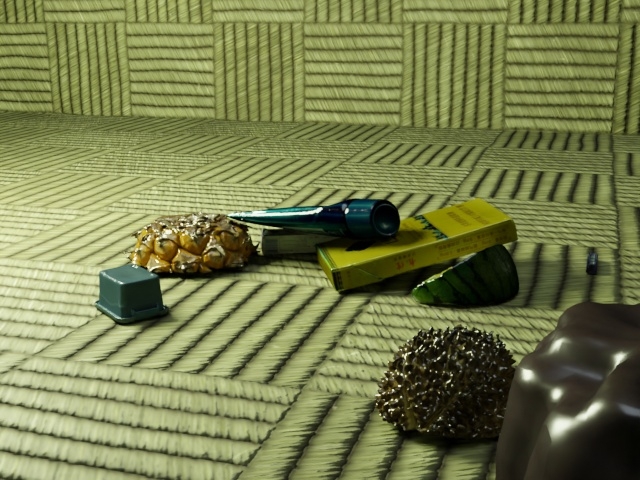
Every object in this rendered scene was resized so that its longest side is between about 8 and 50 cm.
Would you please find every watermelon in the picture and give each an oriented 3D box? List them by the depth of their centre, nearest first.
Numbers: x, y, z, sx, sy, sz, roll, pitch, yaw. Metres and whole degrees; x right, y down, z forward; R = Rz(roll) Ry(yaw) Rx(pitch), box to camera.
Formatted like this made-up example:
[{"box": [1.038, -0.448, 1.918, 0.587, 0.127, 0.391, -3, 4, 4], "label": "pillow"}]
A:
[{"box": [0.228, 0.062, 1.212, 0.181, 0.075, 0.092, -12, -26, -43], "label": "watermelon"}]

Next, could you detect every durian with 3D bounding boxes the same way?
[{"box": [0.135, 0.127, 0.870, 0.148, 0.091, 0.188, 6, 15, 20], "label": "durian"}]

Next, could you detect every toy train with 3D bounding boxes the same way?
[{"box": [0.422, 0.033, 1.340, 0.017, 0.017, 0.083, 6, 16, 17], "label": "toy train"}]

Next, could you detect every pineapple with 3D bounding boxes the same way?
[{"box": [-0.203, -0.001, 1.376, 0.224, 0.076, 0.225, -2, 15, 1], "label": "pineapple"}]

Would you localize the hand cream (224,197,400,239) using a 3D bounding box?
[{"box": [-0.012, -0.031, 1.339, 0.270, 0.061, 0.120, -1, -3, 35], "label": "hand cream"}]

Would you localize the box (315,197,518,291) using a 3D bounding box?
[{"box": [0.138, 0.002, 1.299, 0.279, 0.041, 0.153, -16, 17, -5], "label": "box"}]

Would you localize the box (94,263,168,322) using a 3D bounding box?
[{"box": [-0.255, 0.069, 1.158, 0.074, 0.054, 0.099, -10, 17, -36], "label": "box"}]

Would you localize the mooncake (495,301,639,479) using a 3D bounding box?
[{"box": [0.309, 0.160, 0.564, 0.381, 0.212, 0.350, 6, 10, 14], "label": "mooncake"}]

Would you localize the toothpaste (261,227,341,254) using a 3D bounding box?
[{"box": [0.000, 0.000, 1.429, 0.196, 0.040, 0.047, -2, 18, -5], "label": "toothpaste"}]
